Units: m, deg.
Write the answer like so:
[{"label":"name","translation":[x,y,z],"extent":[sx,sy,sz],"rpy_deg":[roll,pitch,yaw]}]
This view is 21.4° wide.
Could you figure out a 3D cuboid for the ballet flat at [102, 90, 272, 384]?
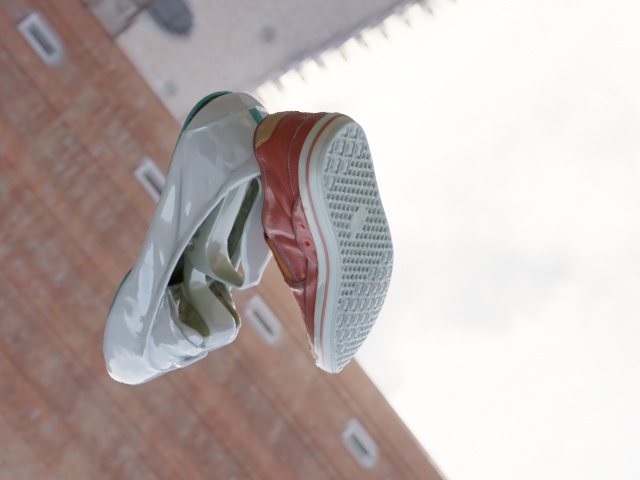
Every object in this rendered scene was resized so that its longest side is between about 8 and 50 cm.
[{"label":"ballet flat","translation":[-0.126,0.033,1.764],"extent":[0.139,0.139,0.400],"rpy_deg":[-66,179,-56]}]

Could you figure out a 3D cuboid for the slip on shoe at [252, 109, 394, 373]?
[{"label":"slip on shoe","translation":[0.000,0.000,1.676],"extent":[0.101,0.331,0.123],"rpy_deg":[21,-127,29]}]
